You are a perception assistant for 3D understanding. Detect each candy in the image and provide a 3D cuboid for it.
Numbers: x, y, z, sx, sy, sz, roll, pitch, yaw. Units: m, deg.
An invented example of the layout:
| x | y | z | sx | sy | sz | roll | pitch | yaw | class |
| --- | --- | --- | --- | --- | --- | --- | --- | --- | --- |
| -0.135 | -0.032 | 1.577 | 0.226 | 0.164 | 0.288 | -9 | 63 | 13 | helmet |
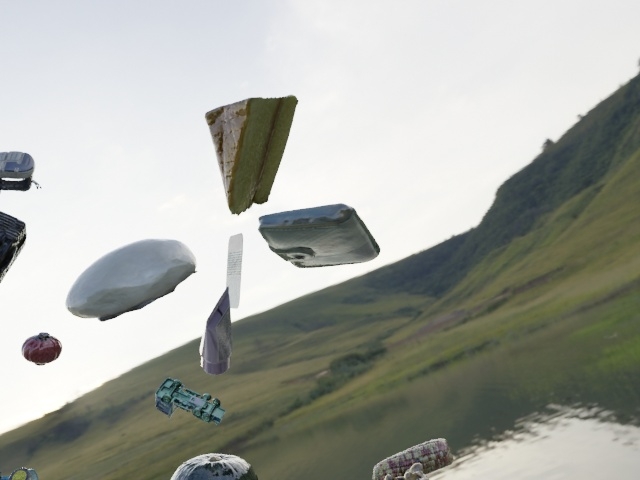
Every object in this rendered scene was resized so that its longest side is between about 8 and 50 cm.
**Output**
| x | y | z | sx | sy | sz | roll | pitch | yaw | class |
| --- | --- | --- | --- | --- | --- | --- | --- | --- | --- |
| -0.648 | 0.120 | 1.876 | 0.386 | 0.186 | 0.427 | 2 | 29 | 48 | candy |

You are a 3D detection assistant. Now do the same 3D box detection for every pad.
| x | y | z | sx | sy | sz | roll | pitch | yaw | class |
| --- | --- | --- | --- | --- | --- | --- | --- | --- | --- |
| -0.280 | 0.094 | 1.792 | 0.055 | 0.250 | 0.323 | 3 | -6 | -7 | pad |

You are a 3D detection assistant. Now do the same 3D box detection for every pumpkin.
| x | y | z | sx | sy | sz | roll | pitch | yaw | class |
| --- | --- | --- | --- | --- | --- | --- | --- | --- | --- |
| -0.255 | 0.593 | 1.331 | 0.211 | 0.152 | 0.211 | 7 | -5 | 1 | pumpkin |

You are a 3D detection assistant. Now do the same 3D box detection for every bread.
| x | y | z | sx | sy | sz | roll | pitch | yaw | class |
| --- | --- | --- | --- | --- | --- | --- | --- | --- | --- |
| -0.198 | -0.272 | 1.824 | 0.244 | 0.362 | 0.233 | -1 | 13 | 39 | bread |

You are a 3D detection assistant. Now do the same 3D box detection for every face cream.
| x | y | z | sx | sy | sz | roll | pitch | yaw | class |
| --- | --- | --- | --- | --- | --- | --- | --- | --- | --- |
| -0.304 | 0.278 | 1.639 | 0.154 | 0.096 | 0.274 | -61 | -14 | -50 | face cream |

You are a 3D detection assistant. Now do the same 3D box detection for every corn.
| x | y | z | sx | sy | sz | roll | pitch | yaw | class |
| --- | --- | --- | --- | --- | --- | --- | --- | --- | --- |
| 0.266 | 0.656 | 1.642 | 0.253 | 0.086 | 0.086 | -19 | -15 | -5 | corn |

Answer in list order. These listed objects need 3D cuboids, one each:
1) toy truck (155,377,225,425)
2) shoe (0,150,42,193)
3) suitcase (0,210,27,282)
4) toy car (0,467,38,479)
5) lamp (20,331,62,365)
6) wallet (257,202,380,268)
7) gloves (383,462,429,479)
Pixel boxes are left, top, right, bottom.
| x | y | z | sx | sy | sz | roll | pitch | yaw | class |
| --- | --- | --- | --- | --- | --- | --- | --- | --- | --- |
| -0.323 | 0.414 | 1.390 | 0.067 | 0.175 | 0.081 | -59 | -12 | -55 | toy truck |
| -0.764 | -0.148 | 1.294 | 0.207 | 0.092 | 0.106 | 1 | -42 | -13 | shoe |
| -0.945 | -0.003 | 1.395 | 0.335 | 0.230 | 0.152 | 27 | -37 | -16 | suitcase |
| -0.742 | 0.638 | 1.344 | 0.098 | 0.162 | 0.126 | -1 | -42 | -4 | toy car |
| -0.797 | 0.310 | 1.599 | 0.107 | 0.093 | 0.107 | 11 | 8 | -2 | lamp |
| 0.000 | 0.000 | 1.383 | 0.252 | 0.083 | 0.360 | -9 | -19 | 14 | wallet |
| 0.248 | 0.753 | 1.515 | 0.155 | 0.357 | 0.203 | 8 | 33 | 35 | gloves |
